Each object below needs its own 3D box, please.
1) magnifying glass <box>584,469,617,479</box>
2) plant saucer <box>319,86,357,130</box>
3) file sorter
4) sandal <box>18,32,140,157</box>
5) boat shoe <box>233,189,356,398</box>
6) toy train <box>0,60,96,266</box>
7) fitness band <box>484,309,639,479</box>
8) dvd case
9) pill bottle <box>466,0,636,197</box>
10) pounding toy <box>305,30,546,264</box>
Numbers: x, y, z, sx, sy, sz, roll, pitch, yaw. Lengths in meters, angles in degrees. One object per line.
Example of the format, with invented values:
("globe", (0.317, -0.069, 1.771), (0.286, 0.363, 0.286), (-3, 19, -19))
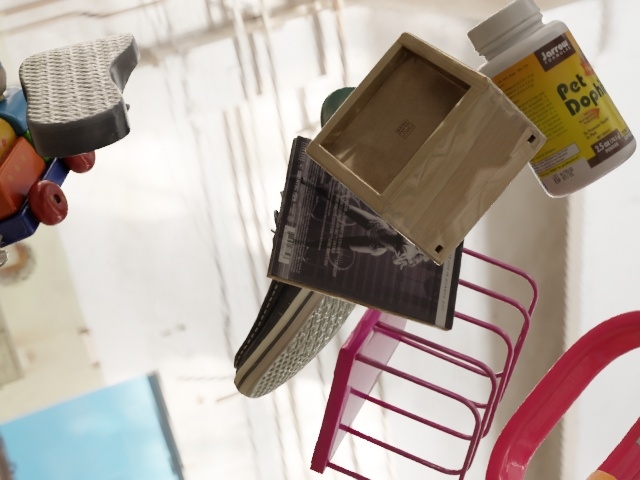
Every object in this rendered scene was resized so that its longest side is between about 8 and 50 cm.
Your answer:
("magnifying glass", (0.217, 0.238, 1.044), (0.092, 0.231, 0.026), (21, -78, 22))
("plant saucer", (0.046, -0.101, 1.243), (0.119, 0.021, 0.119), (22, -40, 20))
("file sorter", (0.139, 0.159, 1.508), (0.182, 0.291, 0.202), (22, -52, 12))
("sandal", (-0.191, -0.109, 0.963), (0.254, 0.097, 0.055), (-102, 180, -64))
("boat shoe", (0.000, 0.000, 1.788), (0.156, 0.500, 0.187), (29, -2, 18))
("toy train", (-0.299, -0.056, 1.058), (0.143, 0.105, 0.248), (58, 25, -27))
("fitness band", (0.299, 0.199, 1.322), (0.054, 0.291, 0.209), (43, -4, -21))
("dvd case", (0.057, -0.007, 1.335), (0.018, 0.221, 0.165), (147, -43, -61))
("pill bottle", (0.254, -0.164, 1.369), (0.215, 0.117, 0.117), (57, -14, -3))
("pounding toy", (0.077, -0.071, 0.842), (0.100, 0.130, 0.141), (38, 3, -37))
